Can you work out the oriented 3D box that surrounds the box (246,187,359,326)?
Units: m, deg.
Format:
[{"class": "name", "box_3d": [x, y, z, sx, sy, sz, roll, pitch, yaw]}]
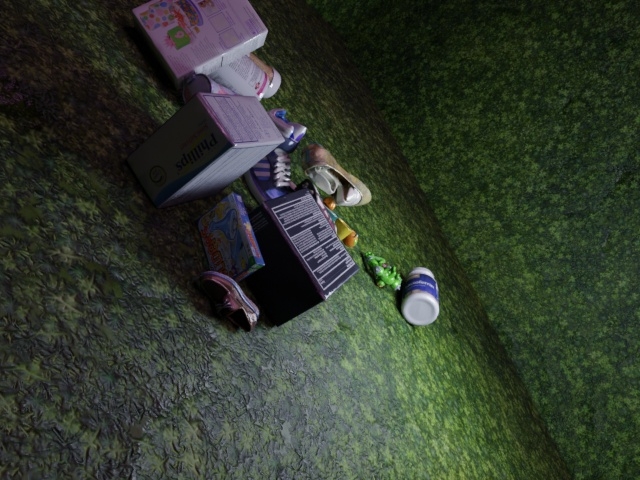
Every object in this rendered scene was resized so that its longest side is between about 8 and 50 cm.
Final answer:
[{"class": "box", "box_3d": [-0.077, 0.037, 1.454, 0.294, 0.182, 0.296, 57, 25, 2]}]

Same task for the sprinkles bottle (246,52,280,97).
[{"class": "sprinkles bottle", "box_3d": [-0.304, -0.672, 1.978, 0.355, 0.121, 0.121, 23, 41, -52]}]

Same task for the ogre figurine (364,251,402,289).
[{"class": "ogre figurine", "box_3d": [0.259, 0.129, 2.100, 0.197, 0.096, 0.118, 60, 9, -22]}]

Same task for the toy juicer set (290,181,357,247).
[{"class": "toy juicer set", "box_3d": [0.031, -0.106, 1.873, 0.329, 0.089, 0.209, 48, 9, 31]}]

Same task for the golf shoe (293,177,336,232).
[{"class": "golf shoe", "box_3d": [-0.016, -0.071, 1.689, 0.120, 0.105, 0.273, 22, 46, -52]}]

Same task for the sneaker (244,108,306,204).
[{"class": "sneaker", "box_3d": [-0.126, -0.261, 1.662, 0.130, 0.236, 0.323, 0, 60, -63]}]

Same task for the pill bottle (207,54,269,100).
[{"class": "pill bottle", "box_3d": [-0.325, -0.593, 1.789, 0.283, 0.160, 0.160, 36, 32, -41]}]

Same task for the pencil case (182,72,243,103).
[{"class": "pencil case", "box_3d": [-0.310, -0.433, 1.648, 0.273, 0.113, 0.124, 4, 73, -66]}]

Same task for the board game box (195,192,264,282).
[{"class": "board game box", "box_3d": [-0.224, 0.004, 1.273, 0.035, 0.136, 0.201, 18, 44, -56]}]

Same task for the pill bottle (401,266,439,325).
[{"class": "pill bottle", "box_3d": [0.422, 0.229, 2.216, 0.153, 0.153, 0.265, 51, 24, -14]}]

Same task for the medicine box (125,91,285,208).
[{"class": "medicine box", "box_3d": [-0.275, -0.226, 1.299, 0.149, 0.263, 0.289, 57, 23, 1]}]

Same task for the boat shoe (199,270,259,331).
[{"class": "boat shoe", "box_3d": [-0.210, 0.144, 1.211, 0.183, 0.066, 0.066, 44, 28, -27]}]

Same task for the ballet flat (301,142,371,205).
[{"class": "ballet flat", "box_3d": [0.054, -0.186, 1.760, 0.348, 0.123, 0.123, 40, 29, -40]}]

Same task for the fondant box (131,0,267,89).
[{"class": "fondant box", "box_3d": [-0.365, -0.650, 1.602, 0.238, 0.330, 0.096, 56, -18, -2]}]
